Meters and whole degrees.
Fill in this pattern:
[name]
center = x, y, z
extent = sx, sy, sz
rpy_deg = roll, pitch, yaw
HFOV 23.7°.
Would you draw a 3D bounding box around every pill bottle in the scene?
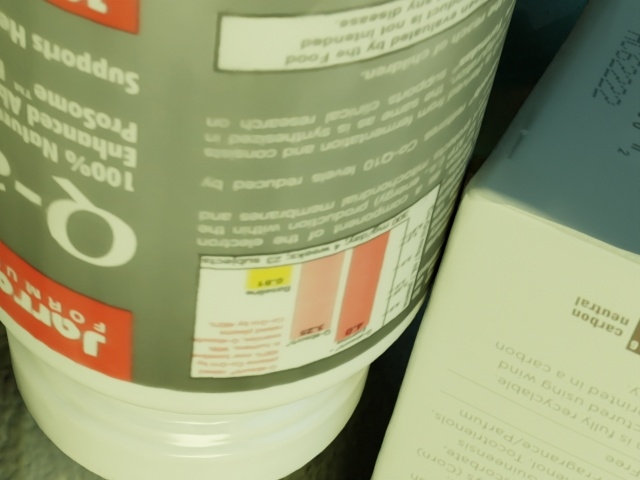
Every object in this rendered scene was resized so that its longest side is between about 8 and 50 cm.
[pill bottle]
center = -0.041, -0.063, 0.589
extent = 0.210, 0.210, 0.363
rpy_deg = -41, 156, -33

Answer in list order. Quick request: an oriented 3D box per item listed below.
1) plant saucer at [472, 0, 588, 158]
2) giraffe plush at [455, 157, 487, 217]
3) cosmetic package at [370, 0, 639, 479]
[plant saucer]
center = 0.070, -0.201, 0.775
extent = 0.317, 0.043, 0.318
rpy_deg = 1, 89, -21
[giraffe plush]
center = 0.155, -0.019, 0.957
extent = 0.170, 0.210, 0.181
rpy_deg = 28, 81, -18
[cosmetic package]
center = 0.130, 0.103, 0.774
extent = 0.230, 0.161, 0.453
rpy_deg = -54, 164, -45
